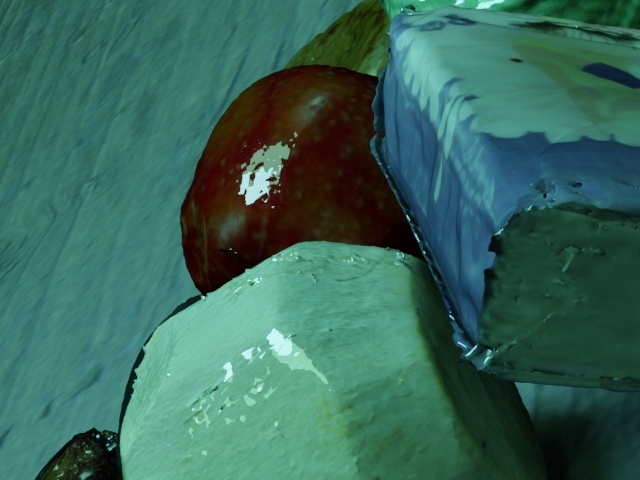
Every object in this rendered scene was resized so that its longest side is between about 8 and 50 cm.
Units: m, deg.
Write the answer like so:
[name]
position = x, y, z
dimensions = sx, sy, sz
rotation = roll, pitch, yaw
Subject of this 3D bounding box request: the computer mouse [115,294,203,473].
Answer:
[computer mouse]
position = -0.110, 0.110, 1.543
dimensions = 0.122, 0.073, 0.217
rotation = -32, 28, 28

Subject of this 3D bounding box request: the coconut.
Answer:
[coconut]
position = -0.006, 0.134, 1.112
dimensions = 0.247, 0.245, 0.245
rotation = -30, 27, 18

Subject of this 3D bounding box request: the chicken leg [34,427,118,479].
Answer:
[chicken leg]
position = -0.204, 0.243, 1.515
dimensions = 0.106, 0.051, 0.253
rotation = -35, 28, 12

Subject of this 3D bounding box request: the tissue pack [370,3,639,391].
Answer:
[tissue pack]
position = 0.173, -0.031, 1.095
dimensions = 0.343, 0.242, 0.125
rotation = -109, 26, -65

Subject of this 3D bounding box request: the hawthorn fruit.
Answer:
[hawthorn fruit]
position = 0.000, 0.000, 1.300
dimensions = 0.210, 0.230, 0.266
rotation = -18, 16, 30

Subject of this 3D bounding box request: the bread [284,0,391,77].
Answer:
[bread]
position = 0.034, -0.106, 1.594
dimensions = 0.230, 0.123, 0.230
rotation = -42, 21, 21

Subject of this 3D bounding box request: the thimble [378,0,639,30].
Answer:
[thimble]
position = 0.157, -0.194, 1.387
dimensions = 0.219, 0.150, 0.219
rotation = -31, 27, 18
